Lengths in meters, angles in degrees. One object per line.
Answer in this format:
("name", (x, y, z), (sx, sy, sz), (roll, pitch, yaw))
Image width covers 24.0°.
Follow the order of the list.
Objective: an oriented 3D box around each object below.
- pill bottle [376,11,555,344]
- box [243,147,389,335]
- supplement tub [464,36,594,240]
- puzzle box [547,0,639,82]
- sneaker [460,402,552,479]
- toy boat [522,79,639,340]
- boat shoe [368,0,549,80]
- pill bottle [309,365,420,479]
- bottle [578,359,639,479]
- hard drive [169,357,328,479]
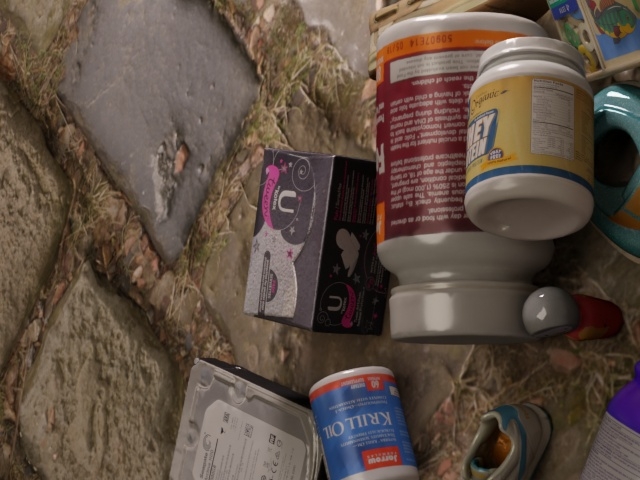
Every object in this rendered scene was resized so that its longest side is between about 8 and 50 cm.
("pill bottle", (0.181, -0.070, 1.888), (0.224, 0.224, 0.392), (-9, 78, 47))
("box", (0.000, 0.000, 2.140), (0.163, 0.142, 0.247), (10, 91, 48))
("supplement tub", (0.238, -0.115, 1.708), (0.144, 0.144, 0.200), (-21, 56, 45))
("puzzle box", (0.333, -0.328, 1.664), (0.409, 0.052, 0.272), (172, 77, -79))
("sneaker", (0.214, 0.314, 1.896), (0.087, 0.092, 0.229), (20, 101, 46))
("toy boat", (0.351, -0.017, 1.748), (0.267, 0.148, 0.318), (42, 115, 42))
("boat shoe", (0.178, -0.316, 2.001), (0.341, 0.121, 0.110), (-22, 70, 46))
("pill bottle", (0.066, 0.293, 2.041), (0.124, 0.124, 0.222), (-34, 61, 40))
("bottle", (0.380, 0.223, 1.724), (0.118, 0.092, 0.283), (31, 107, 45))
("hard drive", (-0.097, 0.331, 2.263), (0.339, 0.064, 0.237), (19, 99, 48))
